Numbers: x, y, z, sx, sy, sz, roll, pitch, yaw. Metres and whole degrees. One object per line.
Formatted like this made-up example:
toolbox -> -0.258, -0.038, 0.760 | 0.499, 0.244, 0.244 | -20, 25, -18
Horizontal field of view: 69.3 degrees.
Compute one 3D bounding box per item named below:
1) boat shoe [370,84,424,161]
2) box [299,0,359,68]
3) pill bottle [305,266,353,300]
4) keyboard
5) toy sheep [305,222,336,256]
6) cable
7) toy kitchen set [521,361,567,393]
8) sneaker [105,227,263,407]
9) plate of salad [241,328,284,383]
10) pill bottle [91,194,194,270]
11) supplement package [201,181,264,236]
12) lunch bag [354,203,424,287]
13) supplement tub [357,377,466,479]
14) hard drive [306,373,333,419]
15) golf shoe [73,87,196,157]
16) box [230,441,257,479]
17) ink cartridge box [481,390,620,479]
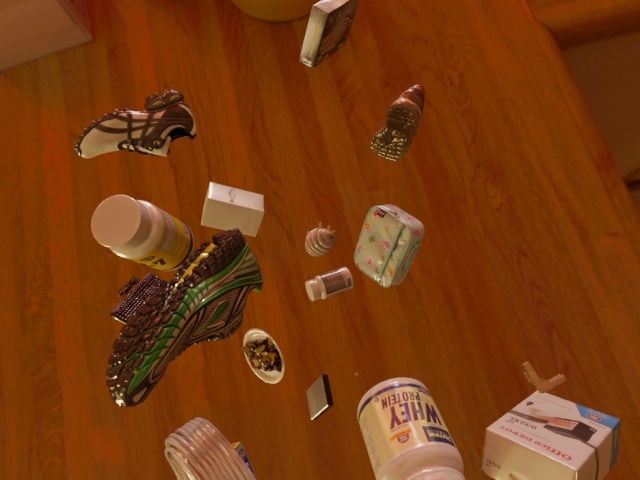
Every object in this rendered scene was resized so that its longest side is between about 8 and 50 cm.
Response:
boat shoe -> 0.133, -0.190, 0.772 | 0.064, 0.178, 0.060 | 30, 71, 2
box -> 0.032, -0.668, 1.447 | 0.056, 0.183, 0.231 | 32, 50, 7
pill bottle -> 0.027, 0.138, 1.451 | 0.137, 0.078, 0.078 | -17, 73, -18
keyboard -> -0.518, 0.150, 1.304 | 0.100, 0.038, 0.192 | 23, 36, 1
toy sheep -> 0.000, 0.000, 1.372 | 0.091, 0.132, 0.091 | 20, 52, -27
cable -> -0.173, 0.433, 0.807 | 0.089, 0.257, 0.257 | -32, 113, -31
toy kitchen set -> 0.596, 0.356, 1.247 | 0.075, 0.068, 0.083 | -30, 71, 4
sneaker -> -0.200, 0.130, 0.762 | 0.146, 0.134, 0.343 | 57, 47, -22
plate of salad -> -0.200, 0.393, 1.561 | 0.048, 0.200, 0.200 | -20, 67, -47
pill bottle -> -0.350, -0.012, 0.928 | 0.119, 0.208, 0.119 | -2, 76, 10
supplement package -> -0.279, -0.098, 1.479 | 0.179, 0.105, 0.105 | 13, 35, -18
lunch bag -> 0.247, 0.016, 1.686 | 0.224, 0.107, 0.279 | 41, 124, 40
supplement tub -> 0.250, 0.577, 1.289 | 0.235, 0.236, 0.325 | -19, 33, -1
hard drive -> -0.003, 0.475, 1.402 | 0.022, 0.135, 0.094 | 5, 52, -24
golf shoe -> -0.299, -0.171, 0.764 | 0.198, 0.077, 0.094 | -31, 93, -15
box -> -0.196, 0.588, 1.135 | 0.059, 0.054, 0.169 | -23, 89, 20
ink cartridge box -> 0.597, 0.528, 1.194 | 0.223, 0.307, 0.129 | 12, 105, 47
